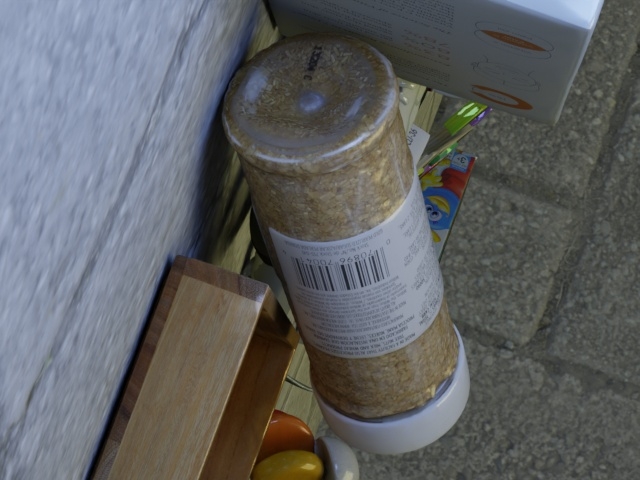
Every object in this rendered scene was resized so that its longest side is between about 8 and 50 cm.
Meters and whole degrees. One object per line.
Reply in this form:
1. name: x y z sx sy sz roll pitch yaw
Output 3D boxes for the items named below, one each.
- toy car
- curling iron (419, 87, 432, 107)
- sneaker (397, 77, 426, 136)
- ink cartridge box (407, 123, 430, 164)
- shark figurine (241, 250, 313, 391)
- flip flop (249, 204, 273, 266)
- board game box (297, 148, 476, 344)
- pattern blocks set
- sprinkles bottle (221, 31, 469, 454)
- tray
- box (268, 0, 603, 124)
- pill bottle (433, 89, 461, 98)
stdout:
1. toy car: -0.054 0.257 2.153 0.182 0.159 0.136 103 -29 -49
2. curling iron: 0.099 -0.149 1.904 0.274 0.035 0.068 -63 137 -61
3. sneaker: 0.032 -0.117 1.502 0.118 0.110 0.292 23 -80 66
4. ink cartridge box: 0.039 -0.054 1.936 0.198 0.067 0.115 -54 -175 37
5. shark figurine: -0.010 0.026 1.763 0.166 0.116 0.278 -53 160 -70
6. flip flop: 0.012 -0.096 1.632 0.277 0.112 0.080 -66 148 -23
7. board game box: 0.084 0.010 2.544 0.144 0.142 0.275 103 8 -55
8. pattern blocks set: 0.100 -0.077 2.301 0.285 0.026 0.325 -43 176 40
9. sprinkles bottle: 0.026 0.012 1.420 0.355 0.121 0.121 73 32 -50
10. tray: -0.093 0.139 1.506 0.411 0.076 0.203 77 32 -83
11. box: 0.086 -0.208 1.265 0.345 0.215 0.168 66 43 -84
12. pill bottle: 0.199 -0.302 2.434 0.301 0.169 0.169 -65 173 -52
